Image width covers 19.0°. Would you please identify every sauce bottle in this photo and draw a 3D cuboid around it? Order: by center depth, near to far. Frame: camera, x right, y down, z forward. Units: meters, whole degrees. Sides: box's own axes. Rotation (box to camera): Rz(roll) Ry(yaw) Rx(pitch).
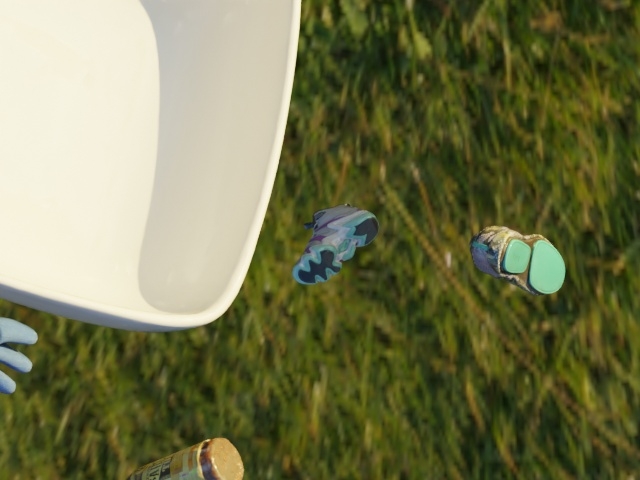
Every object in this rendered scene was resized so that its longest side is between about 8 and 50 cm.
[{"bbox_3d":[-0.115,0.180,1.383,0.128,0.042,0.042,-25,111,27],"label":"sauce bottle"}]

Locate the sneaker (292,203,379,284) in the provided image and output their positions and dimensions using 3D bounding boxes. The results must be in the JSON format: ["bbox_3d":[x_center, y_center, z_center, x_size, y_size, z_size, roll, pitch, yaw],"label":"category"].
[{"bbox_3d":[0.000,0.000,1.781,0.098,0.069,0.038,-35,128,-21],"label":"sneaker"}]

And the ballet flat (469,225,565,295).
[{"bbox_3d":[0.131,0.011,1.301,0.041,0.114,0.041,-6,77,26],"label":"ballet flat"}]

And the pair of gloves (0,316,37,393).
[{"bbox_3d":[-0.201,0.041,1.253,0.198,0.159,0.023,-43,68,-3],"label":"pair of gloves"}]

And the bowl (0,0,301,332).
[{"bbox_3d":[-0.081,-0.048,0.524,0.142,0.142,0.053,19,156,-21],"label":"bowl"}]
